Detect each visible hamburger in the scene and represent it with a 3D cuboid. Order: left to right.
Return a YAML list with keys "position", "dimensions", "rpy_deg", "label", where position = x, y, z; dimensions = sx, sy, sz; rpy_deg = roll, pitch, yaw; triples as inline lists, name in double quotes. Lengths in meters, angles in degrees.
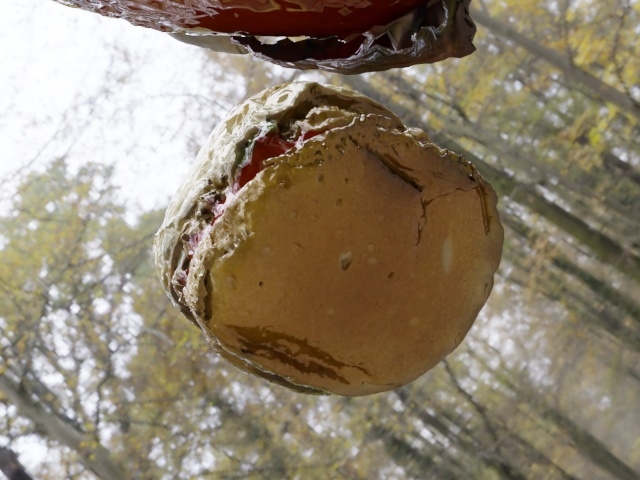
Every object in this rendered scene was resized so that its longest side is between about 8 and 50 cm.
- position: [0.000, 0.000, 0.748]
  dimensions: [0.245, 0.163, 0.244]
  rpy_deg: [-10, -58, -17]
  label: "hamburger"

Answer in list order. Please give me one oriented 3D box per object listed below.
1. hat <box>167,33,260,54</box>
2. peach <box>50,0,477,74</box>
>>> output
- position: [-0.108, -0.316, 0.998]
  dimensions: [0.161, 0.231, 0.275]
  rpy_deg: [1, -25, -15]
  label: "hat"
- position: [-0.038, -0.252, 0.396]
  dimensions: [0.353, 0.417, 0.338]
  rpy_deg: [19, -101, -80]
  label: "peach"
